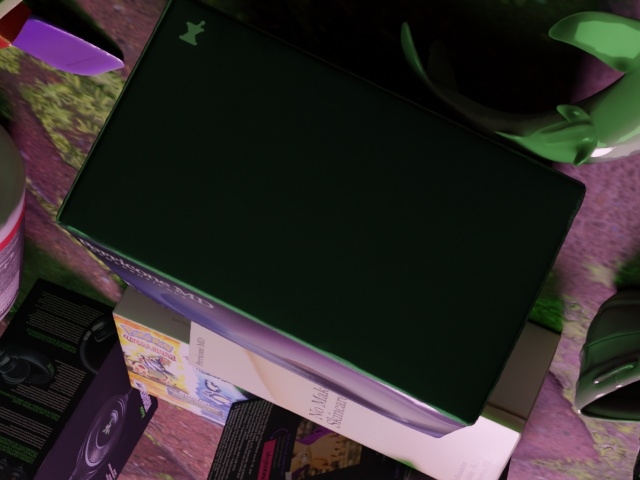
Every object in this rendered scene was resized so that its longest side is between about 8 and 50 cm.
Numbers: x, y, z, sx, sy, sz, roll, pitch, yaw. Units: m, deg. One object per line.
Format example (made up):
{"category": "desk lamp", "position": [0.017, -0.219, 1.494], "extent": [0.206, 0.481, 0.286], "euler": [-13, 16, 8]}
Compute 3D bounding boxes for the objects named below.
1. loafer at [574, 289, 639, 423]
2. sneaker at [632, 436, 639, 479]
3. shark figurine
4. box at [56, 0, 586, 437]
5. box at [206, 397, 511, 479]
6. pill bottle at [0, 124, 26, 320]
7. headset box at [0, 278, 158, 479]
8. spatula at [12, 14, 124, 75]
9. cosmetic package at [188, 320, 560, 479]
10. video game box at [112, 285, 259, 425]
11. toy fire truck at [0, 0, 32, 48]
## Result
{"category": "loafer", "position": [0.333, 0.102, 1.085], "extent": [0.319, 0.111, 0.112], "euler": [-3, 139, 45]}
{"category": "sneaker", "position": [0.331, 0.196, 1.286], "extent": [0.063, 0.074, 0.170], "euler": [37, 151, -16]}
{"category": "shark figurine", "position": [0.185, -0.094, 0.915], "extent": [0.278, 0.116, 0.166], "euler": [-14, 98, 42]}
{"category": "box", "position": [0.000, 0.000, 1.054], "extent": [0.296, 0.182, 0.294], "euler": [26, 172, 5]}
{"category": "box", "position": [0.035, 0.246, 1.517], "extent": [0.270, 0.143, 0.165], "euler": [-14, 134, 36]}
{"category": "pill bottle", "position": [-0.392, 0.004, 1.511], "extent": [0.176, 0.176, 0.318], "euler": [28, 152, 1]}
{"category": "headset box", "position": [-0.325, 0.236, 1.728], "extent": [0.131, 0.283, 0.246], "euler": [21, 151, 15]}
{"category": "spatula", "position": [-0.285, -0.223, 1.187], "extent": [0.296, 0.030, 0.084], "euler": [43, 151, -27]}
{"category": "cosmetic package", "position": [0.043, 0.099, 1.340], "extent": [0.310, 0.113, 0.160], "euler": [23, 148, 8]}
{"category": "video game box", "position": [-0.123, 0.145, 1.646], "extent": [0.205, 0.048, 0.187], "euler": [21, 149, 13]}
{"category": "toy fire truck", "position": [-0.168, -0.208, 0.991], "extent": [0.047, 0.135, 0.192], "euler": [41, 150, -23]}
